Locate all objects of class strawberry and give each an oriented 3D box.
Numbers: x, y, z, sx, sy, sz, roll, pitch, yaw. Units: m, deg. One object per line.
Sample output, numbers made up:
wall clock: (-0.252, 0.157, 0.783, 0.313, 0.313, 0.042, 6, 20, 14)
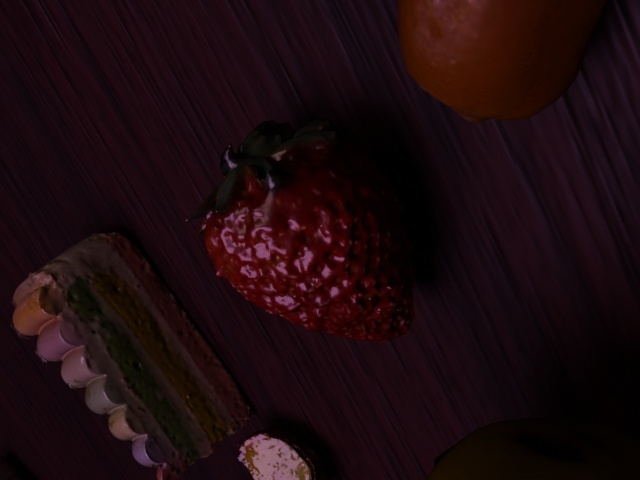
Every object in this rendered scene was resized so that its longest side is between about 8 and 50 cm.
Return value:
strawberry: (-0.007, 0.000, 0.580, 0.131, 0.131, 0.148, 10, 129, 38)

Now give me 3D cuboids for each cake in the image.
cake: (-0.159, 0.095, 0.812, 0.225, 0.109, 0.090, 46, 142, 4)

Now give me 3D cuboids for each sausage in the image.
sausage: (0.083, -0.152, 0.388, 0.098, 0.098, 0.238, 29, 137, 23)

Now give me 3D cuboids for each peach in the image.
peach: (-0.032, 0.201, 0.826, 0.083, 0.050, 0.078, 11, 106, 26)

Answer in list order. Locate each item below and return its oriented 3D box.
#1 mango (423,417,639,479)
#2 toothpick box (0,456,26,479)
mango: (0.202, 0.284, 0.484, 0.445, 0.301, 0.220, 46, 113, 2)
toothpick box: (-0.435, 0.393, 1.339, 0.149, 0.098, 0.098, 41, 141, 8)
